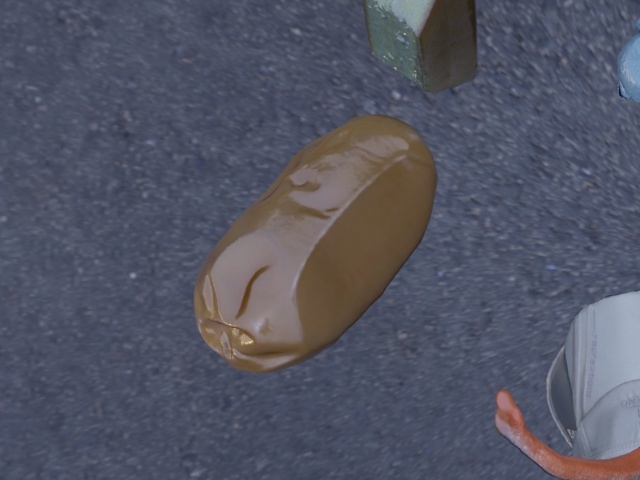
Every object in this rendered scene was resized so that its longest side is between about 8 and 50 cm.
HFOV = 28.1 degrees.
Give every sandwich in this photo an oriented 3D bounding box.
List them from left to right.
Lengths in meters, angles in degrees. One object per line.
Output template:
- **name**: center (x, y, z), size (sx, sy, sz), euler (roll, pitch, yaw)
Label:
- **sandwich**: center (0.106, -0.231, 1.332), size (0.096, 0.258, 0.094), euler (-43, 60, -16)

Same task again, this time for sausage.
- **sausage**: center (0.000, 0.000, 1.004), size (0.241, 0.120, 0.136), euler (-47, 31, -22)

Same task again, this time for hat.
- **hat**: center (0.365, 0.187, 1.367), size (0.232, 0.161, 0.275), euler (-11, 89, 8)

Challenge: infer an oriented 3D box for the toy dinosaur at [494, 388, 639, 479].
- **toy dinosaur**: center (0.189, 0.080, 0.628), size (0.055, 0.279, 0.101), euler (-44, 42, 49)

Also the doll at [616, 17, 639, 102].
- **doll**: center (0.460, -0.207, 1.631), size (0.180, 0.075, 0.120), euler (34, 124, 33)
